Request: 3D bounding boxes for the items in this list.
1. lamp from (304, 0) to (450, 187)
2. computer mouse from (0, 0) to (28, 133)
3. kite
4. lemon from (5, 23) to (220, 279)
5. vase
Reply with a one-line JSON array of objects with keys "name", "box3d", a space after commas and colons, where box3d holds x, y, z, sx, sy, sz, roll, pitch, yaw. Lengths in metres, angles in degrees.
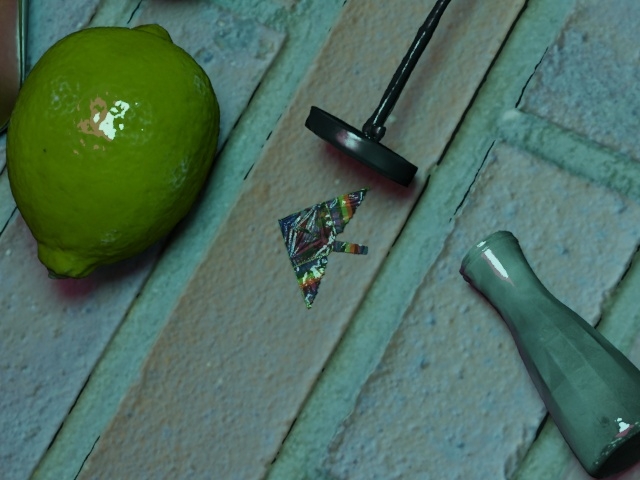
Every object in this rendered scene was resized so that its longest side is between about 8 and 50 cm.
[{"name": "lamp", "box3d": [0.107, -0.215, 1.435, 0.130, 0.108, 0.371, 30, 75, -17]}, {"name": "computer mouse", "box3d": [-0.353, -0.245, 1.571, 0.158, 0.072, 0.311, -5, 74, 16]}, {"name": "kite", "box3d": [0.000, 0.000, 1.437, 0.090, 0.004, 0.122, 18, 80, 19]}, {"name": "lemon", "box3d": [-0.187, -0.082, 1.421, 0.184, 0.184, 0.249, 15, 79, 19]}, {"name": "vase", "box3d": [0.195, 0.087, 1.322, 0.086, 0.086, 0.214, -37, 64, 3]}]
